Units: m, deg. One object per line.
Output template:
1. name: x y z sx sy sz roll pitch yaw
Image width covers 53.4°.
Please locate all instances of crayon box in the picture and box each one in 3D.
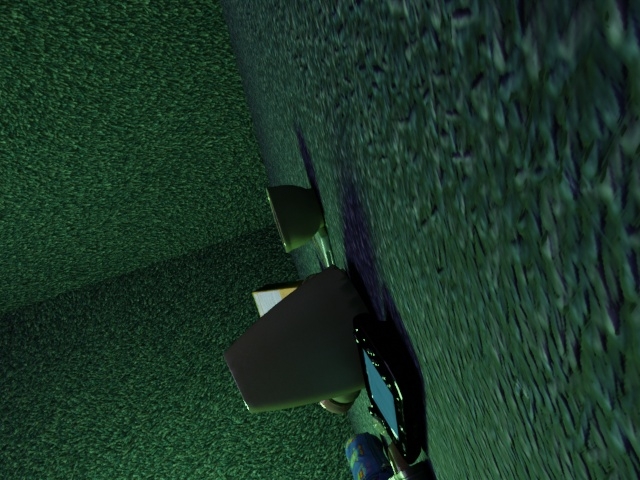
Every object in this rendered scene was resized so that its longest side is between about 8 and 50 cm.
1. crayon box: -0.050 0.229 1.981 0.322 0.083 0.203 -10 101 42

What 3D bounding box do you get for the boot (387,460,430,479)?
1. boot: 0.199 0.518 1.159 0.209 0.076 0.190 62 174 21

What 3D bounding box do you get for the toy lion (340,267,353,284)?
1. toy lion: 0.059 0.116 1.402 0.100 0.034 0.096 -121 7 -68

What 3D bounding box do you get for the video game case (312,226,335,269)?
1. video game case: 0.000 0.000 1.660 0.201 0.023 0.183 -116 9 -50

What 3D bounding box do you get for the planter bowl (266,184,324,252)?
1. planter bowl: -0.055 -0.064 1.518 0.162 0.109 0.162 162 90 -86

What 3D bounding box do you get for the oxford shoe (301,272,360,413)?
1. oxford shoe: 0.044 0.230 1.634 0.146 0.140 0.397 -56 38 42

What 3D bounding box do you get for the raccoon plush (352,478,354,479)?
1. raccoon plush: 0.232 0.990 2.268 0.299 0.216 0.447 51 -134 -64

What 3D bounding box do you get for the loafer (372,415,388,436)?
1. loafer: 0.153 0.437 1.528 0.045 0.039 0.125 32 160 24

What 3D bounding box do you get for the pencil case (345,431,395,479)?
1. pencil case: 0.150 0.655 1.825 0.306 0.119 0.133 -140 62 -81

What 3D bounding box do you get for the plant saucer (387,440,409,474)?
1. plant saucer: 0.195 0.554 1.505 0.168 0.029 0.169 161 90 -85

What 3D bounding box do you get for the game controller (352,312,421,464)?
1. game controller: 0.115 0.258 1.081 0.319 0.067 0.166 76 173 -48

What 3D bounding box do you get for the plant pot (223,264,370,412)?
1. plant pot: -0.043 0.221 1.264 0.257 0.274 0.256 61 169 21
